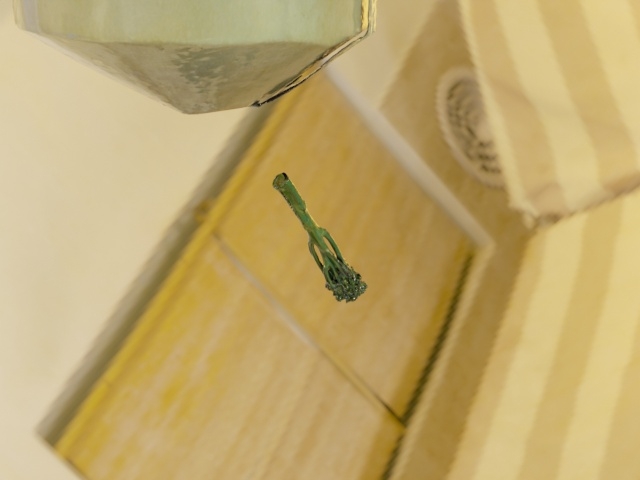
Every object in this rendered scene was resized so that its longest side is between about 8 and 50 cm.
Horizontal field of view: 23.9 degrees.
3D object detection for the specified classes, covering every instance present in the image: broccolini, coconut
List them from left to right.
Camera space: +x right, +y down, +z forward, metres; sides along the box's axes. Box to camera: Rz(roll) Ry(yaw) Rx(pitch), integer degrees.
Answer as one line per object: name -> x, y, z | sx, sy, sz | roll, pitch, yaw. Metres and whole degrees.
coconut -> -0.100, -0.241, 1.146 | 0.323, 0.323, 0.323 | -38, 18, 15
broccolini -> 0.000, 0.000, 1.223 | 0.030, 0.140, 0.035 | -38, 40, -9
